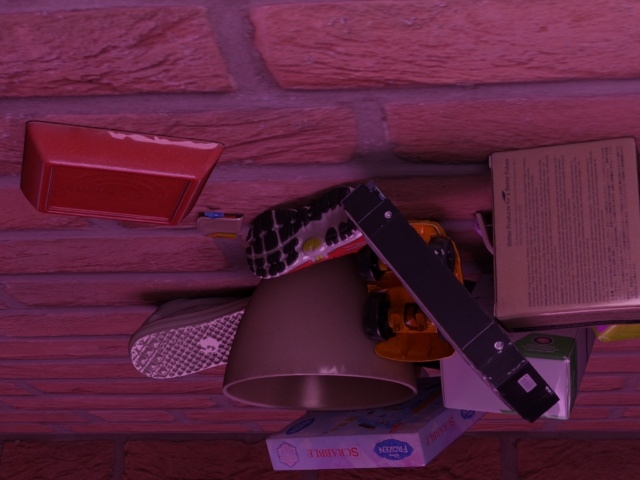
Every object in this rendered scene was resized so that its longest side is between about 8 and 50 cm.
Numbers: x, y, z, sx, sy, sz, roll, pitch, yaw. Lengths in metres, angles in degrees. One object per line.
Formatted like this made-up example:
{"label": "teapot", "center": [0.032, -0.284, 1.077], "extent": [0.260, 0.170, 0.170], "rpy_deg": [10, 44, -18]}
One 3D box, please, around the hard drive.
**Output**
{"label": "hard drive", "center": [0.174, 0.084, 1.554], "extent": [0.064, 0.339, 0.237], "rpy_deg": [-40, 153, 4]}

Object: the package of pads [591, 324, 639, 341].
{"label": "package of pads", "center": [0.531, 0.042, 1.656], "extent": [0.296, 0.101, 0.229], "rpy_deg": [-4, 145, -36]}

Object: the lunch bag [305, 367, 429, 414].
{"label": "lunch bag", "center": [0.104, 0.356, 2.661], "extent": [0.279, 0.224, 0.108], "rpy_deg": [-15, 123, 43]}

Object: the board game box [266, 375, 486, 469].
{"label": "board game box", "center": [0.119, 0.329, 2.110], "extent": [0.318, 0.066, 0.318], "rpy_deg": [-9, -172, 35]}

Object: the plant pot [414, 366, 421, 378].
{"label": "plant pot", "center": [0.041, 0.264, 2.413], "extent": [0.254, 0.237, 0.237], "rpy_deg": [28, 151, -24]}

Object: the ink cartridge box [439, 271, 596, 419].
{"label": "ink cartridge box", "center": [0.341, 0.169, 1.941], "extent": [0.211, 0.122, 0.289], "rpy_deg": [3, -156, 23]}

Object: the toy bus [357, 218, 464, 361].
{"label": "toy bus", "center": [0.168, 0.058, 1.845], "extent": [0.149, 0.220, 0.211], "rpy_deg": [-2, -165, 26]}

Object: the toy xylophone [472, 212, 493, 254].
{"label": "toy xylophone", "center": [0.403, 0.002, 1.774], "extent": [0.322, 0.081, 0.236], "rpy_deg": [-4, 161, 15]}

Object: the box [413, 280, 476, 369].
{"label": "box", "center": [0.248, 0.159, 2.146], "extent": [0.207, 0.153, 0.108], "rpy_deg": [14, 158, -32]}

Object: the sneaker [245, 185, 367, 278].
{"label": "sneaker", "center": [0.000, 0.000, 1.754], "extent": [0.279, 0.107, 0.118], "rpy_deg": [-16, 161, 42]}

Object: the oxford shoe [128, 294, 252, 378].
{"label": "oxford shoe", "center": [-0.150, 0.167, 2.247], "extent": [0.449, 0.169, 0.130], "rpy_deg": [-8, -155, 3]}

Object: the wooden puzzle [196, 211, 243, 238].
{"label": "wooden puzzle", "center": [-0.159, -0.027, 1.818], "extent": [0.078, 0.014, 0.116], "rpy_deg": [0, 162, -13]}

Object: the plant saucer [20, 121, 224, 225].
{"label": "plant saucer", "center": [-0.283, -0.081, 1.602], "extent": [0.258, 0.048, 0.259], "rpy_deg": [6, 162, -15]}

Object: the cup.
{"label": "cup", "center": [0.001, 0.149, 1.987], "extent": [0.331, 0.237, 0.331], "rpy_deg": [1, 162, 0]}

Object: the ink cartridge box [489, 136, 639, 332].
{"label": "ink cartridge box", "center": [0.326, -0.005, 1.511], "extent": [0.193, 0.235, 0.088], "rpy_deg": [-5, 160, 19]}
